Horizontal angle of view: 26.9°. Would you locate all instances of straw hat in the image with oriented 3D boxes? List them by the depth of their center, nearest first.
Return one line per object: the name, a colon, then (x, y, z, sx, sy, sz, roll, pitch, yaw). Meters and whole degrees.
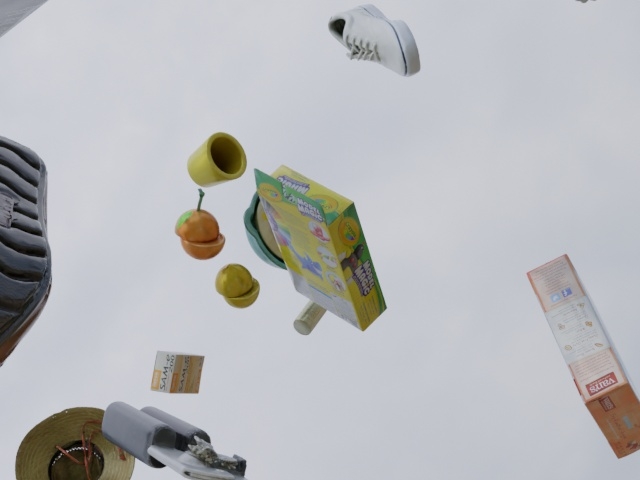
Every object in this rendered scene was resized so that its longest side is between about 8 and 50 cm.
straw hat: (-0.290, 0.273, 1.591, 0.144, 0.144, 0.061, -33, -15, -25)

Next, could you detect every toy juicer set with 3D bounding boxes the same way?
toy juicer set: (-0.056, 0.012, 1.834, 0.329, 0.089, 0.209, 35, -130, -28)

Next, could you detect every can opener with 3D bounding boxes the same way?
can opener: (-0.153, 0.221, 1.335, 0.074, 0.280, 0.093, 15, -89, -28)

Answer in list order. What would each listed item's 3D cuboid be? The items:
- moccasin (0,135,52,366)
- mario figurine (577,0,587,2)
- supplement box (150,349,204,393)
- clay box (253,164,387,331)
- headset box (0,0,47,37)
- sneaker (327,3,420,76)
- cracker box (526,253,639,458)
moccasin: (-0.314, 0.030, 1.141, 0.139, 0.380, 0.147, 21, -70, -22)
mario figurine: (0.425, -0.428, 1.999, 0.198, 0.320, 0.170, -38, -51, -61)
supplement box: (-0.218, 0.203, 2.050, 0.098, 0.036, 0.062, 14, -96, -67)
clay box: (0.000, 0.000, 1.620, 0.053, 0.127, 0.222, -42, -41, -23)
headset box: (-0.416, -0.268, 1.378, 0.283, 0.131, 0.246, -25, 1, 37)
sneaker: (0.088, -0.326, 2.237, 0.091, 0.258, 0.094, -19, -63, -12)
cracker box: (0.359, 0.152, 1.768, 0.067, 0.232, 0.156, -27, -45, 10)
